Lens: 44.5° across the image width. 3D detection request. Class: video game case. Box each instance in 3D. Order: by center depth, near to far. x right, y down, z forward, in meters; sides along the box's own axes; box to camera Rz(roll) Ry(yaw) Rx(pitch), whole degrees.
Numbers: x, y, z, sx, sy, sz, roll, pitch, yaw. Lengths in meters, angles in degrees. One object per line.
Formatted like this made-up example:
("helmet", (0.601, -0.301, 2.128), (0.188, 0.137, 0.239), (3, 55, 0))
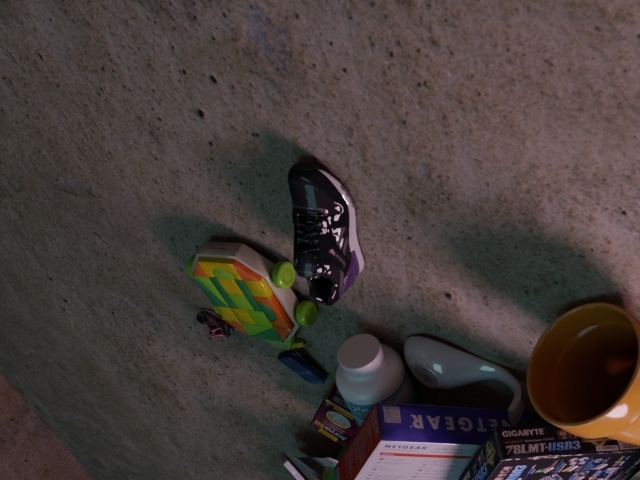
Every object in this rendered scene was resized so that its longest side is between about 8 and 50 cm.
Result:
("video game case", (-0.054, 0.639, 2.110), (0.143, 0.019, 0.157), (48, 171, 0))

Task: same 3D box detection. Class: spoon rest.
("spoon rest", (0.277, 0.262, 1.520), (0.276, 0.084, 0.137), (23, 145, 39))

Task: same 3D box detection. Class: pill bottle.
("pill bottle", (0.121, 0.314, 1.634), (0.146, 0.146, 0.264), (5, 136, 35))

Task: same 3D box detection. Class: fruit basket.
("fruit basket", (0.103, 0.671, 2.121), (0.327, 0.165, 0.353), (38, 161, -5))

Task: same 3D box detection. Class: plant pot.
("plant pot", (0.463, 0.229, 1.223), (0.188, 0.205, 0.205), (33, 149, -26))

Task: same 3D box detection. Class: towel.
("towel", (-0.042, 0.298, 1.843), (0.119, 0.029, 0.067), (40, 149, -26))

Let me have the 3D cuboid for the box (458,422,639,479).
("box", (0.432, 0.421, 1.455), (0.293, 0.073, 0.295), (-1, 144, -5))

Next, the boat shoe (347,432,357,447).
("boat shoe", (0.211, 0.523, 1.860), (0.324, 0.123, 0.116), (17, 124, 30))

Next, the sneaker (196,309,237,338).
("sneaker", (-0.260, 0.207, 1.896), (0.119, 0.057, 0.047), (13, 143, 30))

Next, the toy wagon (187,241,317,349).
("toy wagon", (-0.135, 0.138, 1.697), (0.267, 0.068, 0.344), (3, 135, 37))

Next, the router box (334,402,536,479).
("router box", (0.229, 0.444, 1.591), (0.335, 0.082, 0.301), (6, 139, -14))

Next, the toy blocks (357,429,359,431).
("toy blocks", (0.112, 0.462, 1.821), (0.054, 0.148, 0.123), (33, 146, 0))

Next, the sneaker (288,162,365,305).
("sneaker", (0.000, 0.000, 1.366), (0.107, 0.124, 0.283), (8, 138, 32))

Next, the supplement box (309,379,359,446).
("supplement box", (0.053, 0.405, 1.859), (0.104, 0.081, 0.188), (30, 146, 5))
